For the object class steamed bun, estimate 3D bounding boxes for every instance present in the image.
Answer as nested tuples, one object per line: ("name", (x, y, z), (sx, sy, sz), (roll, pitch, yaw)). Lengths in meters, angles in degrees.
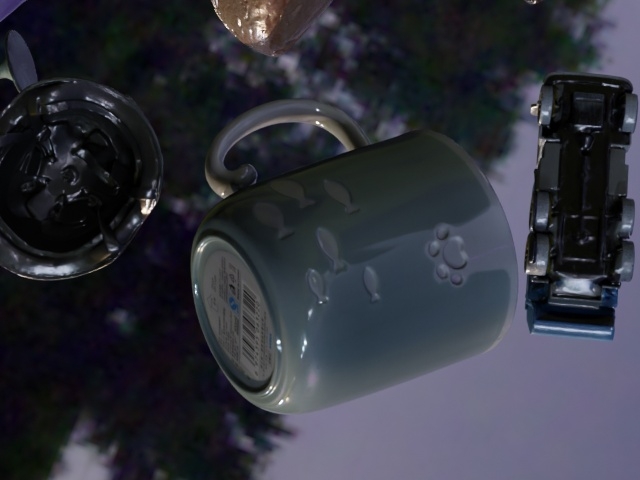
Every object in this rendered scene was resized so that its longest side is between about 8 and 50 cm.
("steamed bun", (-0.042, -0.264, 1.793), (0.145, 0.106, 0.175), (-51, 172, -22))

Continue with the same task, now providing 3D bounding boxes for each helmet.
("helmet", (-0.211, -0.062, 1.555), (0.177, 0.153, 0.107), (-45, -170, 18))

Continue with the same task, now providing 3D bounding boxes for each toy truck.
("toy truck", (0.351, -0.040, 2.512), (0.175, 0.146, 0.367), (92, 5, -73))

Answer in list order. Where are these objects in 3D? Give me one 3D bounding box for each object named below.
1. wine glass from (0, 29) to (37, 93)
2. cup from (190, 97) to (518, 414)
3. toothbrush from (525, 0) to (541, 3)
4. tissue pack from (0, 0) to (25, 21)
("wine glass", (-0.443, -0.180, 2.161), (0.093, 0.202, 0.093), (-15, 90, -78))
("cup", (0.000, 0.000, 1.950), (0.357, 0.274, 0.259), (58, -31, 22))
("toothbrush", (0.383, -0.366, 2.210), (0.364, 0.041, 0.041), (-28, 173, -24))
("tissue pack", (-0.403, -0.193, 1.378), (0.160, 0.242, 0.338), (-6, -148, 42))
